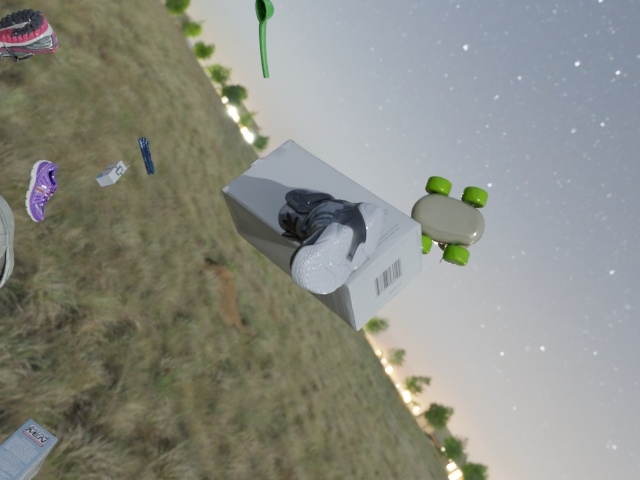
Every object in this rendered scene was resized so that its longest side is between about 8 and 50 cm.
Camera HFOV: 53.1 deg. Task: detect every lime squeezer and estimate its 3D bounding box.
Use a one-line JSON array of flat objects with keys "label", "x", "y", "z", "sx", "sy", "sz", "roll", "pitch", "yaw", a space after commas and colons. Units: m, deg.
[{"label": "lime squeezer", "x": -0.100, "y": -0.522, "z": 1.408, "sx": 0.058, "sy": 0.311, "sz": 0.110, "roll": 24, "pitch": 0, "yaw": 37}]

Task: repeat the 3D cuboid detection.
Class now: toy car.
[{"label": "toy car", "x": 0.264, "y": -0.023, "z": 1.343, "sx": 0.148, "sy": 0.155, "sz": 0.188, "roll": 18, "pitch": -11, "yaw": 13}]

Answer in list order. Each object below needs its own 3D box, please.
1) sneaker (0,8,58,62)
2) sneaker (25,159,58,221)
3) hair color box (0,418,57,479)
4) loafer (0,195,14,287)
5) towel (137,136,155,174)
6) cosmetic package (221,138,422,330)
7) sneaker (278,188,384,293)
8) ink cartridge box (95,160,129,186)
[{"label": "sneaker", "x": -0.863, "y": -0.529, "z": 1.728, "sx": 0.112, "sy": 0.298, "sz": 0.121, "roll": 72, "pitch": 15, "yaw": -64}, {"label": "sneaker", "x": -0.759, "y": -0.134, "z": 1.754, "sx": 0.068, "sy": 0.071, "sz": 0.170, "roll": -65, "pitch": 165, "yaw": -87}, {"label": "hair color box", "x": -0.935, "y": 0.701, "z": 1.813, "sx": 0.113, "sy": 0.185, "sz": 0.374, "roll": 37, "pitch": 27, "yaw": 0}, {"label": "loafer", "x": -0.863, "y": 0.003, "z": 1.681, "sx": 0.320, "sy": 0.111, "sz": 0.112, "roll": 104, "pitch": -21, "yaw": -45}, {"label": "towel", "x": -0.561, "y": -0.274, "z": 2.068, "sx": 0.067, "sy": 0.029, "sz": 0.120, "roll": -142, "pitch": -142, "yaw": -66}, {"label": "cosmetic package", "x": 0.001, "y": -0.023, "z": 1.253, "sx": 0.365, "sy": 0.197, "sz": 0.155, "roll": 38, "pitch": -24, "yaw": 34}, {"label": "sneaker", "x": -0.013, "y": -0.005, "z": 0.994, "sx": 0.153, "sy": 0.101, "sz": 0.268, "roll": 18, "pitch": 25, "yaw": 22}, {"label": "ink cartridge box", "x": -0.532, "y": -0.176, "z": 1.639, "sx": 0.028, "sy": 0.048, "sz": 0.083, "roll": 62, "pitch": 31, "yaw": -31}]
